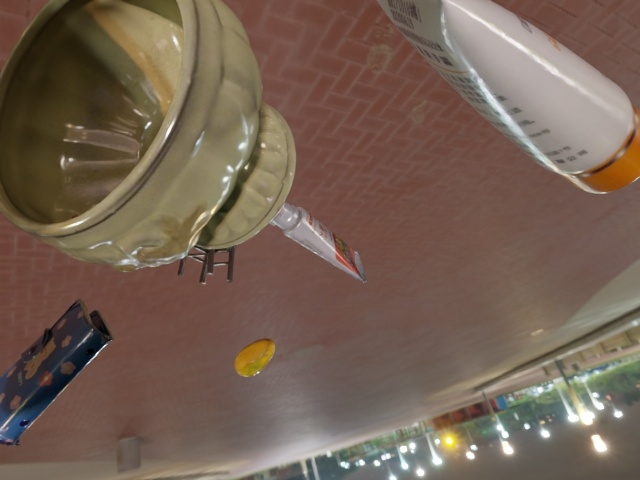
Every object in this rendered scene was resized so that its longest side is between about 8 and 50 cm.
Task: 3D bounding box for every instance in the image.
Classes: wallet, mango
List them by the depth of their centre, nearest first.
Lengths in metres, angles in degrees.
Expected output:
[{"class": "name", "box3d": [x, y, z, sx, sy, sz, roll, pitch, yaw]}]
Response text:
[{"class": "wallet", "box3d": [-0.423, 0.195, 0.712, 0.202, 0.141, 0.059, -50, 125, -11]}, {"class": "mango", "box3d": [-0.150, 0.268, 1.057, 0.114, 0.078, 0.057, -39, 114, 16]}]

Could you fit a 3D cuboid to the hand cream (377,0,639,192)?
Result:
[{"class": "hand cream", "box3d": [0.157, -0.136, 0.384, 0.315, 0.139, 0.089, 18, 117, -30]}]

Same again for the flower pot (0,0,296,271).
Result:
[{"class": "flower pot", "box3d": [-0.172, -0.111, 0.520, 0.308, 0.307, 0.244, -27, 158, 19]}]

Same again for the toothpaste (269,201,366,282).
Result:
[{"class": "toothpaste", "box3d": [0.000, 0.000, 0.849, 0.057, 0.089, 0.234, -39, 126, 22]}]

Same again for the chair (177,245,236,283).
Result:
[{"class": "chair", "box3d": [-0.245, -0.013, 1.054, 0.102, 0.212, 0.084, -5, 157, 28]}]
